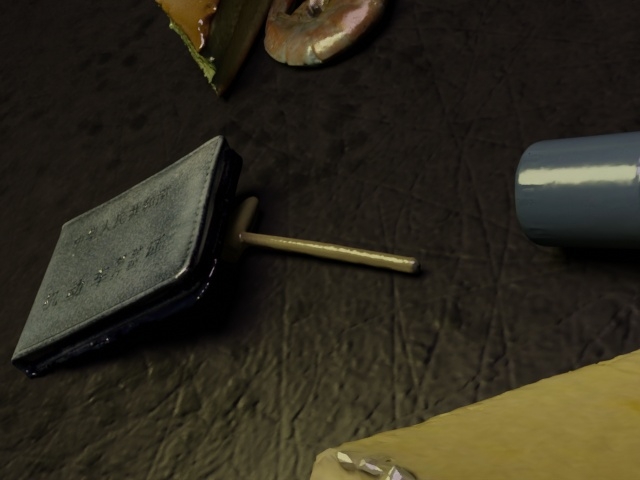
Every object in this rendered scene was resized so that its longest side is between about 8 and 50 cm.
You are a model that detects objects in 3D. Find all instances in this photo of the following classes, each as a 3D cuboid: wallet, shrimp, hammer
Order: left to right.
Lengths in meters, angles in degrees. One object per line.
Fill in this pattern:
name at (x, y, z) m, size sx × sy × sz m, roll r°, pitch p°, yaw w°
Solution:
wallet at (-0.159, 0.011, 0.832) m, size 0.222 × 0.036 × 0.167 m, roll -23°, pitch 40°, yaw 31°
hammer at (0.000, 0.000, 0.767) m, size 0.195 × 0.028 × 0.060 m, roll 10°, pitch 53°, yaw 38°
shrimp at (0.007, -0.267, 1.002) m, size 0.143 × 0.052 × 0.251 m, roll -16°, pitch 44°, yaw 27°

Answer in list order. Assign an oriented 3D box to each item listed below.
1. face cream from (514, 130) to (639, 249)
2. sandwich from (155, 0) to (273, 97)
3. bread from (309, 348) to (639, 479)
face cream at (0.281, -0.030, 0.522) m, size 0.385 × 0.086 × 0.136 m, roll 0°, pitch 81°, yaw 43°
sandwich at (-0.102, -0.259, 1.039) m, size 0.096 × 0.094 × 0.258 m, roll -3°, pitch 50°, yaw 32°
bread at (0.231, 0.175, 0.420) m, size 0.404 × 0.242 × 0.345 m, roll -14°, pitch 26°, yaw -27°
